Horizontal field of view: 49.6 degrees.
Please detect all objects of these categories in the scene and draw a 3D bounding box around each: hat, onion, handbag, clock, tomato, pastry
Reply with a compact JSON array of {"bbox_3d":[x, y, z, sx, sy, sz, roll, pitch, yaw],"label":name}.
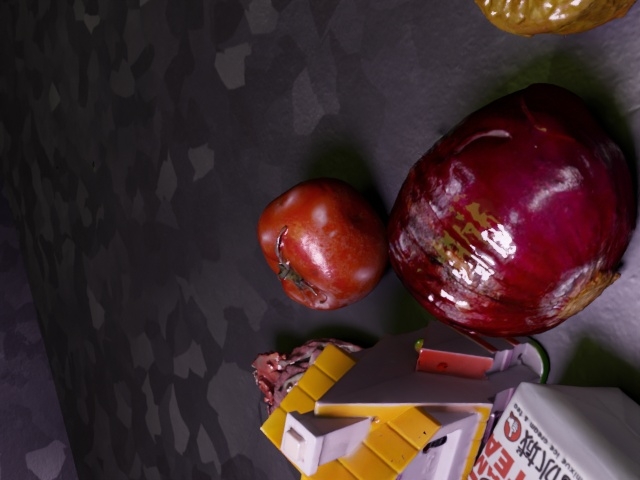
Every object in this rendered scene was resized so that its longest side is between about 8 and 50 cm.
[{"bbox_3d":[-0.005,0.241,1.010,0.286,0.107,0.236,26,105,41],"label":"hat"},{"bbox_3d":[0.182,-0.030,0.669,0.216,0.207,0.206,51,135,25],"label":"onion"},{"bbox_3d":[0.223,0.296,0.659,0.171,0.151,0.298,52,126,54],"label":"handbag"},{"bbox_3d":[0.074,0.214,0.748,0.166,0.310,0.235,31,118,43],"label":"clock"},{"bbox_3d":[0.000,0.000,0.925,0.187,0.151,0.187,30,157,14],"label":"tomato"},{"bbox_3d":[0.224,-0.286,0.650,0.189,0.103,0.188,9,102,50],"label":"pastry"}]

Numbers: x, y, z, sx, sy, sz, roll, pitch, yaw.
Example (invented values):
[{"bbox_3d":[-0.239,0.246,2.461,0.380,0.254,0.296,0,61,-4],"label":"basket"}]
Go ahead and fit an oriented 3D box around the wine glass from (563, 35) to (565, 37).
[{"bbox_3d":[0.351,-0.139,0.389,0.310,0.264,0.096,-24,77,50],"label":"wine glass"}]
